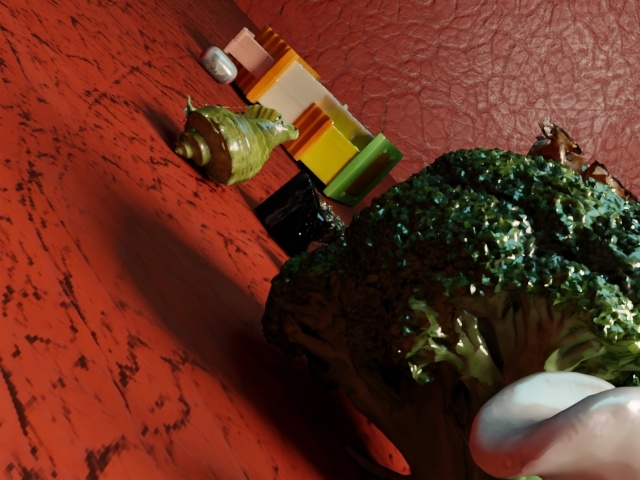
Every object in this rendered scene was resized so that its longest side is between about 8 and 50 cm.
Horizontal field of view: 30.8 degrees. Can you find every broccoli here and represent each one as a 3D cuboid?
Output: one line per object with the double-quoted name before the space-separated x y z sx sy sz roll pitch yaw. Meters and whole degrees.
"broccoli" 0.101 0.068 0.660 0.262 0.241 0.269 9 -6 -22

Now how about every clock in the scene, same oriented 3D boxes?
"clock" -0.021 -0.175 1.604 0.255 0.106 0.220 45 6 10

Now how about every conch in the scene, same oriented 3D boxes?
"conch" -0.073 -0.088 0.938 0.121 0.074 0.089 -21 62 -39

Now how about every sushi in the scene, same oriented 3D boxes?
"sushi" 0.000 0.000 1.005 0.084 0.056 0.083 52 1 36

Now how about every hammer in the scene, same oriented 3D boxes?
"hammer" -0.133 -0.226 1.473 0.052 0.031 0.083 49 1 -20

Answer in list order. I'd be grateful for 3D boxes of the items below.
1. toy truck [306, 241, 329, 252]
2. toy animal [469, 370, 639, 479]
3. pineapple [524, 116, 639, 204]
"toy truck" 0.015 0.041 0.918 0.083 0.044 0.039 43 -13 -29
"toy animal" 0.178 0.203 0.488 0.310 0.183 0.247 52 8 25
"pineapple" 0.287 0.053 1.400 0.352 0.300 0.352 48 9 -10
